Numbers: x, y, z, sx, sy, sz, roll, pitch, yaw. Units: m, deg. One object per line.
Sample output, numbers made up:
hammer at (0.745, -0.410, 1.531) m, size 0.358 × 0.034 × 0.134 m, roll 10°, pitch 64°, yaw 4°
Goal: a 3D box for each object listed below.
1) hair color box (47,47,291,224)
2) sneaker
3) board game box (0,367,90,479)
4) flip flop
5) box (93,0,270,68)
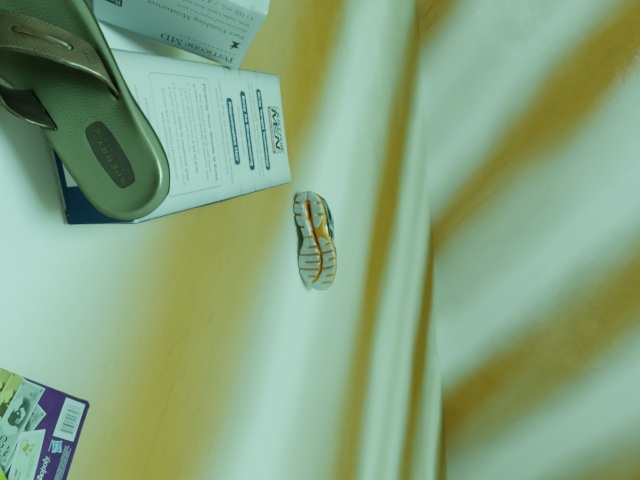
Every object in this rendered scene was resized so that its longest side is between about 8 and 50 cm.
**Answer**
hair color box at (-0.169, -0.136, 0.635) m, size 0.347 × 0.105 × 0.173 m, roll -29°, pitch 116°, yaw -62°
sneaker at (0.000, 0.000, 1.034) m, size 0.083 × 0.084 × 0.214 m, roll -19°, pitch 106°, yaw -69°
board game box at (-0.300, 0.255, 0.328) m, size 0.208 × 0.056 × 0.346 m, roll 61°, pitch 26°, yaw -50°
flip flop at (-0.232, -0.136, 0.411) m, size 0.277 × 0.112 × 0.080 m, roll 61°, pitch 10°, yaw -13°
box at (-0.150, -0.334, 0.566) m, size 0.181 × 0.119 × 0.181 m, roll 13°, pitch 73°, yaw -21°
